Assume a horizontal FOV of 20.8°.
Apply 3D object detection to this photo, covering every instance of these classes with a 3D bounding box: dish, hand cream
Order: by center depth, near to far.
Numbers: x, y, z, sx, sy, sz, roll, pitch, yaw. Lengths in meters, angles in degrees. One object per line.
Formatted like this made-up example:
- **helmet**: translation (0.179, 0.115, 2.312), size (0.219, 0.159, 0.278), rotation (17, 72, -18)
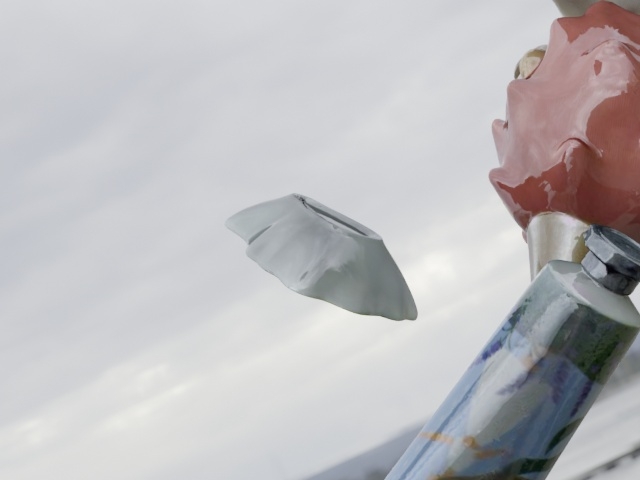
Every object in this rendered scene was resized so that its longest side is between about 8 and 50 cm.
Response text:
- **hand cream**: translation (0.091, 0.113, 0.930), size (0.271, 0.091, 0.058), rotation (-58, -7, 19)
- **dish**: translation (0.000, 0.000, 0.981), size (0.091, 0.137, 0.039), rotation (14, -76, -38)

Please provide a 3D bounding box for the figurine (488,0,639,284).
- **figurine**: translation (0.179, -0.088, 1.043), size (0.207, 0.387, 0.166), rotation (21, -21, -25)
